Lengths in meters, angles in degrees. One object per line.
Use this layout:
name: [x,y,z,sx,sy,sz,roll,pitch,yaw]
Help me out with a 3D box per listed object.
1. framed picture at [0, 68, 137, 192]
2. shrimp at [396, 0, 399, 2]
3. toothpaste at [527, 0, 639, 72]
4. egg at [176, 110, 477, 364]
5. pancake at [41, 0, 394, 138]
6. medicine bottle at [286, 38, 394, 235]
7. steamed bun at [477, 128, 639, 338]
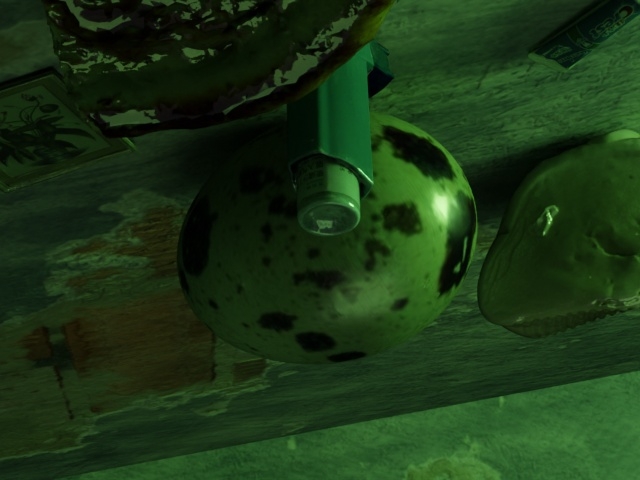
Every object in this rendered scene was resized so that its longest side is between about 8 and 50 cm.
framed picture: [-0.320,-0.115,1.743,0.173,0.010,0.231,-17,159,12]
shrimp: [0.045,-0.251,1.543,0.165,0.057,0.065,15,132,-33]
toothpaste: [0.307,-0.238,1.759,0.057,0.035,0.197,18,148,-26]
egg: [0.000,0.000,1.841,0.379,0.288,0.287,-16,160,26]
pancake: [-0.076,-0.228,1.398,0.426,0.067,0.305,-19,137,18]
medicine bottle: [0.015,-0.118,1.631,0.079,0.258,0.124,-23,138,28]
steamed bun: [0.391,-0.015,2.117,0.383,0.236,0.247,-14,170,21]
